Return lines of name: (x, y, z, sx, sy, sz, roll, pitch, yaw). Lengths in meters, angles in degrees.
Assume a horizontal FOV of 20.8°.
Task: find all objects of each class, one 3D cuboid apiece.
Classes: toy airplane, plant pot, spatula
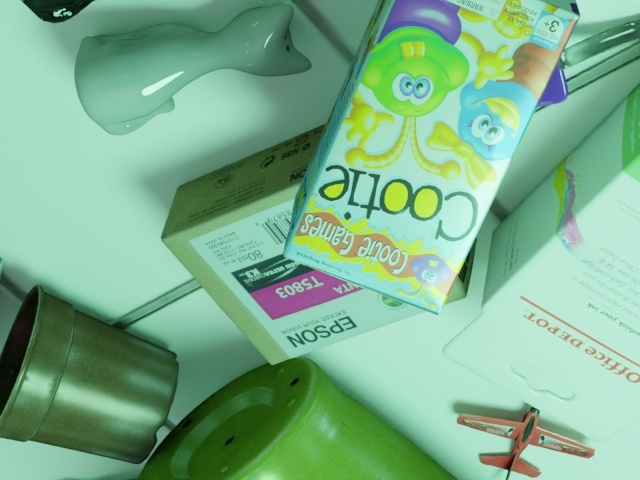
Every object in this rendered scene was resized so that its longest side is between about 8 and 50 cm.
toy airplane: (0.214, 0.217, 1.847, 0.151, 0.028, 0.151, 8, 134, 8)
plant pot: (-0.245, 0.149, 1.809, 0.165, 0.167, 0.167, 19, 134, -16)
plant pot: (0.001, 0.322, 1.811, 0.366, 0.366, 0.353, -26, 110, 32)
spatula: (0.257, -0.172, 1.468, 0.296, 0.030, 0.084, -14, 115, 23)

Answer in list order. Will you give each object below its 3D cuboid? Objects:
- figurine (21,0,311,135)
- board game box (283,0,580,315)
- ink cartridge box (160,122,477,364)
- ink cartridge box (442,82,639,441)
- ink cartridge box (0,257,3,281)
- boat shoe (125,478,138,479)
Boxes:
figurine: (-0.130, -0.204, 1.496, 0.209, 0.092, 0.215, -12, 130, 18)
board game box: (0.088, -0.104, 1.429, 0.142, 0.144, 0.275, 22, 112, -5)
ink cartridge box: (0.000, 0.000, 1.652, 0.235, 0.088, 0.193, -22, 123, 28)
ink cartridge box: (0.289, 0.015, 1.576, 0.207, 0.119, 0.353, 30, 131, -15)
ink cartridge box: (-0.459, 0.211, 1.742, 0.151, 0.395, 0.270, 17, 134, -3)
boat shoe: (-0.260, 0.310, 2.032, 0.153, 0.056, 0.048, -16, 158, 19)
